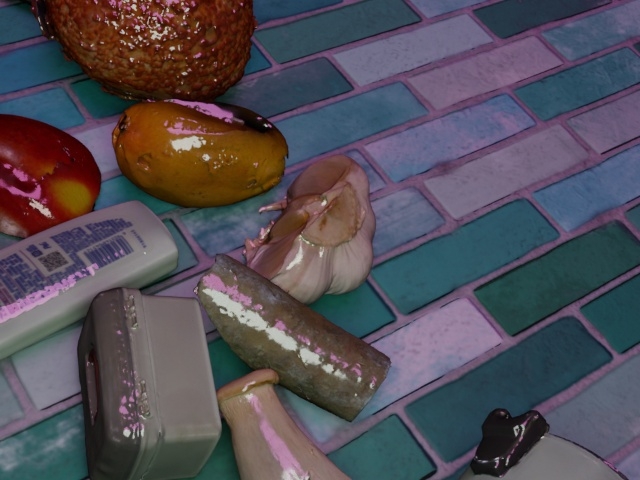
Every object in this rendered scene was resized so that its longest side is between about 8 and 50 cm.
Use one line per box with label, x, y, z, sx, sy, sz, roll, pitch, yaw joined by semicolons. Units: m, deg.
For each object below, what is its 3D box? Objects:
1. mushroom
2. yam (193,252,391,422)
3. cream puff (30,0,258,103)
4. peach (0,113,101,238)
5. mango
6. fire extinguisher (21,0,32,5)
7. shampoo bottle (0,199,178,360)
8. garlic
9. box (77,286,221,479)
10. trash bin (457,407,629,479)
mushroom;-0.036;0.258;1.014;0.108;0.096;0.247;-36;76;-5
yam;-0.040;0.121;1.106;0.259;0.106;0.106;32;50;-3
cream puff;-0.240;-0.373;1.367;0.350;0.228;0.351;18;53;-27
peach;-0.416;-0.115;1.245;0.279;0.068;0.189;37;50;15
mango;-0.165;-0.120;1.268;0.248;0.151;0.156;3;10;-22
fire extinguisher;-0.445;-0.391;1.462;0.231;0.071;0.099;26;78;5
shampoo bottle;-0.357;0.058;1.115;0.359;0.078;0.134;-29;61;-31
garlic;0.000;0.000;1.225;0.142;0.178;0.229;36;65;-25
box;-0.197;0.165;1.031;0.129;0.148;0.210;3;51;-25
trash bin;0.191;0.358;0.930;0.262;0.217;0.277;-39;106;-36
